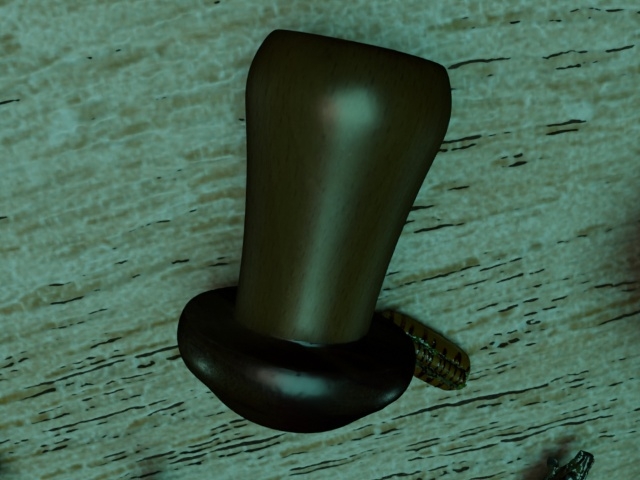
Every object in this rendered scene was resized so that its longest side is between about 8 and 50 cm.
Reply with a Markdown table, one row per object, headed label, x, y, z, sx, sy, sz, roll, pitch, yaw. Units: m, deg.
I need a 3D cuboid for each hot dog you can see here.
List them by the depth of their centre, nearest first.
| label | x | y | z | sx | sy | sz | roll | pitch | yaw |
| --- | --- | --- | --- | --- | --- | --- | --- | --- | --- |
| hot dog | 0.096 | 0.108 | 0.641 | 0.122 | 0.037 | 0.049 | 30 | 101 | -16 |

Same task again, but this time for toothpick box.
| label | x | y | z | sx | sy | sz | roll | pitch | yaw |
| --- | --- | --- | --- | --- | --- | --- | --- | --- | --- |
| toothpick box | 0.000 | 0.000 | 0.520 | 0.192 | 0.192 | 0.295 | 11 | 102 | -9 |

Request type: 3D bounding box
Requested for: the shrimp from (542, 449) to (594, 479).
| label | x | y | z | sx | sy | sz | roll | pitch | yaw |
| --- | --- | --- | --- | --- | --- | --- | --- | --- | --- |
| shrimp | 0.267 | 0.315 | 0.727 | 0.150 | 0.051 | 0.217 | 13 | 116 | -13 |
